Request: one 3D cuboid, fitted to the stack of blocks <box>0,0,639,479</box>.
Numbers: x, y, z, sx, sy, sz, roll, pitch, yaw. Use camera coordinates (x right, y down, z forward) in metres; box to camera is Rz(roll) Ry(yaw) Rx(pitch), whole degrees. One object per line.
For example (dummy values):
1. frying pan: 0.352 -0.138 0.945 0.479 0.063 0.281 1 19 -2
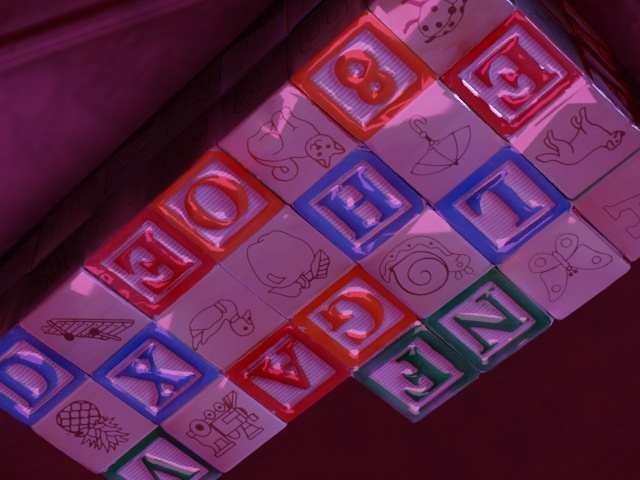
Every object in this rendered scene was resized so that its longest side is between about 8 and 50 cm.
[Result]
1. stack of blocks: 0.000 0.000 0.675 0.297 0.087 0.171 -39 116 21
